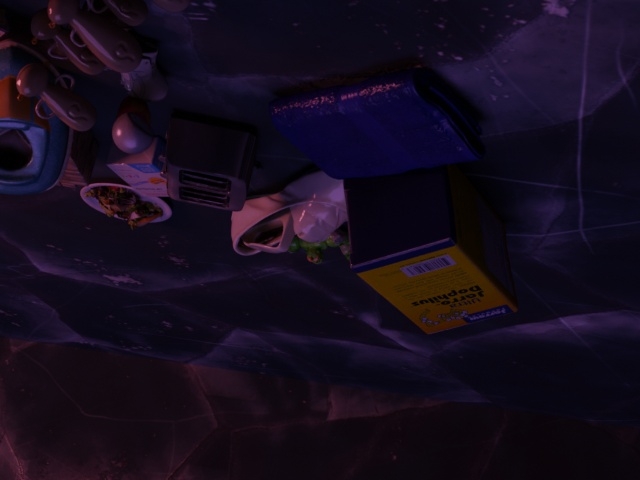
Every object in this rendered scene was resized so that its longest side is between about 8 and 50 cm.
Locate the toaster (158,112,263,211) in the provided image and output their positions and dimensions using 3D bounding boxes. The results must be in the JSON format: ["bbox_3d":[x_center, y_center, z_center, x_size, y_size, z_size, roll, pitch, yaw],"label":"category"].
[{"bbox_3d":[-0.197,-0.140,2.049,0.185,0.110,0.168,11,160,-3],"label":"toaster"}]

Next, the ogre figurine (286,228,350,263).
[{"bbox_3d":[0.000,0.000,2.352,0.197,0.097,0.118,17,-178,27],"label":"ogre figurine"}]

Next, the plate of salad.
[{"bbox_3d":[-0.419,-0.071,2.414,0.199,0.048,0.200,9,159,4],"label":"plate of salad"}]

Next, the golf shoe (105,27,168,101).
[{"bbox_3d":[-0.285,-0.279,1.798,0.086,0.069,0.176,-10,153,29],"label":"golf shoe"}]

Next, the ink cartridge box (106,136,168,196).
[{"bbox_3d":[-0.321,-0.133,2.189,0.104,0.062,0.181,1,158,23],"label":"ink cartridge box"}]

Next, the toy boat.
[{"bbox_3d":[-0.427,-0.189,1.805,0.318,0.148,0.267,-2,119,-8],"label":"toy boat"}]

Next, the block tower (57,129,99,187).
[{"bbox_3d":[-0.489,-0.205,2.044,0.091,0.097,0.335,8,161,6],"label":"block tower"}]

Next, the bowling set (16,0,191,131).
[{"bbox_3d":[-0.339,-0.314,1.590,0.154,0.287,0.200,37,180,-39],"label":"bowling set"}]

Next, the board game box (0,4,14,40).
[{"bbox_3d":[-0.671,-0.330,1.823,0.208,0.056,0.347,21,151,-37],"label":"board game box"}]

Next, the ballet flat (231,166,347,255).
[{"bbox_3d":[-0.041,-0.044,2.195,0.139,0.139,0.400,25,154,-34],"label":"ballet flat"}]

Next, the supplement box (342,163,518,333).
[{"bbox_3d":[0.206,0.008,2.069,0.195,0.194,0.356,-17,149,22],"label":"supplement box"}]

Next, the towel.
[{"bbox_3d":[0.092,-0.193,1.845,0.308,0.076,0.227,-7,146,38],"label":"towel"}]
